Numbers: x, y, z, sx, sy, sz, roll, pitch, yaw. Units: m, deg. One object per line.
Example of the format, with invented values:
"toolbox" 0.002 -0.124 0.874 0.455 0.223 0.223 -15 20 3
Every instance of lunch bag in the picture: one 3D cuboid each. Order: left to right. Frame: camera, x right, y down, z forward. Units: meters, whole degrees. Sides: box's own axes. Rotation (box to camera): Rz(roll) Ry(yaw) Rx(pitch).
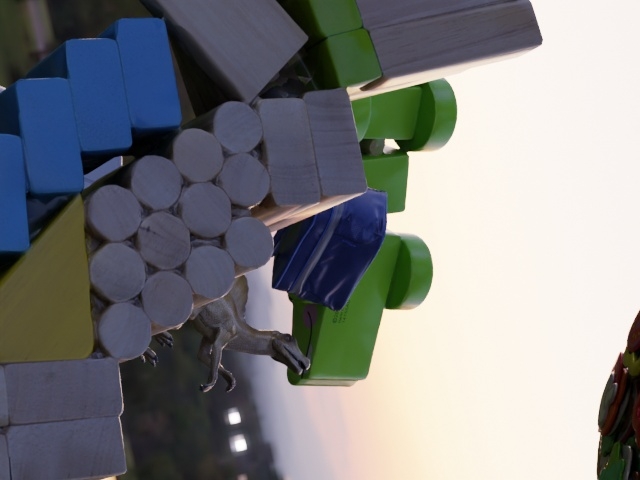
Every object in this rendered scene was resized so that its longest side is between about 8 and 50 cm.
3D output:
"lunch bag" 0.000 0.000 1.303 0.067 0.065 0.098 -88 -156 -54

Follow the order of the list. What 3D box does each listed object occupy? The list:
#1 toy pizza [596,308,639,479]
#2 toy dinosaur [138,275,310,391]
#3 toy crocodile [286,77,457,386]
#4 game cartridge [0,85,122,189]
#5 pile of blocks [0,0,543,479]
"toy pizza" 0.228 0.119 1.267 0.201 0.032 0.201 -165 -90 -83
"toy dinosaur" -0.087 0.039 1.195 0.053 0.092 0.183 -11 -55 51
"toy crocodile" 0.028 -0.043 1.453 0.105 0.115 0.340 27 -67 53
"game cartridge" -0.242 0.017 1.177 0.062 0.198 0.297 113 -7 -53
"pile of blocks" -0.067 -0.038 0.694 0.149 0.362 0.112 50 -31 -11
